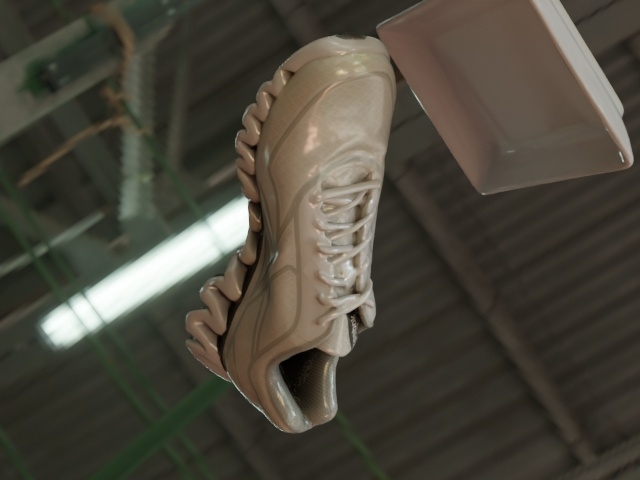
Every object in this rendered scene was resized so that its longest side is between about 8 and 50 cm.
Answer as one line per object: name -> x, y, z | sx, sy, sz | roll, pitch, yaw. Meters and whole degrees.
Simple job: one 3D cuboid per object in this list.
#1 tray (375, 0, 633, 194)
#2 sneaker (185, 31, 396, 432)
tray -> 0.121, -0.104, 1.241 | 0.145, 0.030, 0.270 | 58, -14, -6
sneaker -> 0.000, 0.000, 1.237 | 0.118, 0.110, 0.292 | 53, -40, 40
